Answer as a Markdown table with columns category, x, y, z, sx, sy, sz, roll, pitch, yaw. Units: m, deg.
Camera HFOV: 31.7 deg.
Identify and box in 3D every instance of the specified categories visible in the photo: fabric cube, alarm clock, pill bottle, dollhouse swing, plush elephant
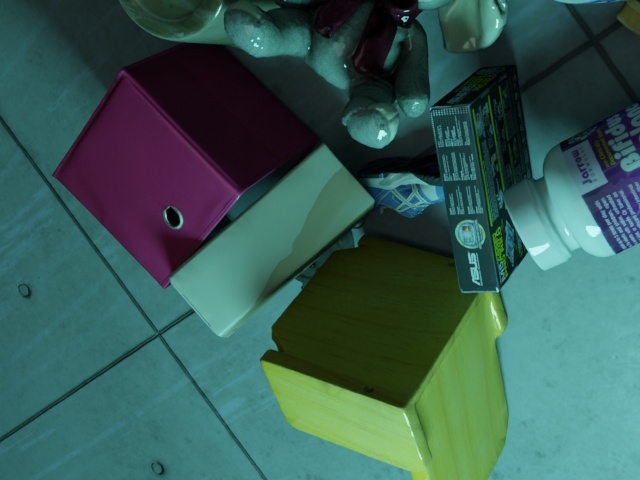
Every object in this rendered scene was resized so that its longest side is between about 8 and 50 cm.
| category | x | y | z | sx | sy | sz | roll | pitch | yaw |
| --- | --- | --- | --- | --- | --- | --- | --- | --- | --- |
| fabric cube | -0.212 | -0.131 | 1.784 | 0.258 | 0.259 | 0.254 | 45 | 126 | 3 |
| alarm clock | 0.000 | 0.000 | 1.854 | 0.192 | 0.064 | 0.129 | -36 | 93 | 32 |
| pill bottle | 0.403 | -0.081 | 1.493 | 0.301 | 0.169 | 0.169 | -29 | 97 | 17 |
| dollhouse swing | 0.114 | 0.233 | 1.734 | 0.315 | 0.347 | 0.305 | 16 | 130 | 21 |
| plush elephant | 0.091 | -0.318 | 1.502 | 0.272 | 0.330 | 0.255 | 41 | 121 | 10 |

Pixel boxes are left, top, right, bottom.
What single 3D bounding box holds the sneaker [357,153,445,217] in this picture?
| category | x | y | z | sx | sy | sz | roll | pitch | yaw |
| --- | --- | --- | --- | --- | --- | --- | --- | --- | --- |
| sneaker | 0.160 | -0.082 | 1.727 | 0.211 | 0.080 | 0.081 | 4 | 121 | 37 |

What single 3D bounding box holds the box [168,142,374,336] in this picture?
| category | x | y | z | sx | sy | sz | roll | pitch | yaw |
| --- | --- | --- | --- | --- | --- | --- | --- | --- | --- |
| box | -0.072 | 0.004 | 1.728 | 0.311 | 0.148 | 0.121 | -41 | 86 | -2 |

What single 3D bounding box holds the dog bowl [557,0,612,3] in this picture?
| category | x | y | z | sx | sy | sz | roll | pitch | yaw |
| --- | --- | --- | --- | --- | --- | --- | --- | --- | --- |
| dog bowl | 0.345 | -0.428 | 1.391 | 0.265 | 0.104 | 0.265 | 21 | 119 | 46 |

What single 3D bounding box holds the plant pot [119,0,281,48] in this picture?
| category | x | y | z | sx | sy | sz | roll | pitch | yaw |
| --- | --- | --- | --- | --- | --- | --- | --- | --- | --- |
| plant pot | -0.148 | -0.411 | 1.613 | 0.323 | 0.280 | 0.323 | 11 | 115 | 24 |

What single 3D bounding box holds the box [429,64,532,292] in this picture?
| category | x | y | z | sx | sy | sz | roll | pitch | yaw |
| --- | --- | --- | --- | --- | --- | --- | --- | --- | --- |
| box | 0.238 | -0.091 | 1.590 | 0.060 | 0.216 | 0.270 | -2 | 112 | 29 |

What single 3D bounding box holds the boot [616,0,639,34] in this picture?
| category | x | y | z | sx | sy | sz | roll | pitch | yaw |
| --- | --- | --- | --- | --- | --- | --- | --- | --- | --- |
| boot | 0.434 | -0.349 | 1.461 | 0.197 | 0.073 | 0.152 | 46 | 130 | 7 |
